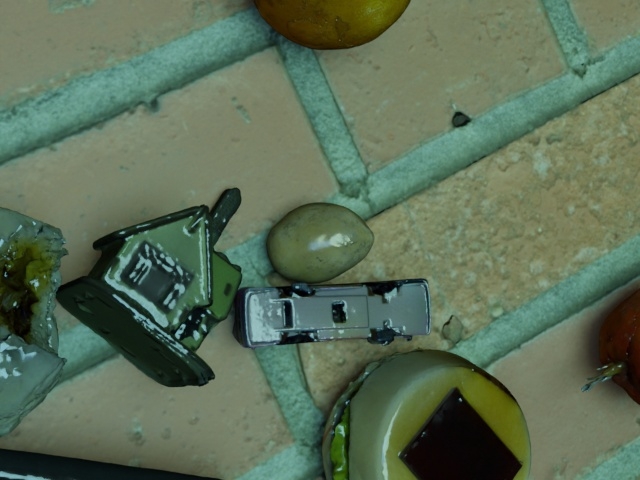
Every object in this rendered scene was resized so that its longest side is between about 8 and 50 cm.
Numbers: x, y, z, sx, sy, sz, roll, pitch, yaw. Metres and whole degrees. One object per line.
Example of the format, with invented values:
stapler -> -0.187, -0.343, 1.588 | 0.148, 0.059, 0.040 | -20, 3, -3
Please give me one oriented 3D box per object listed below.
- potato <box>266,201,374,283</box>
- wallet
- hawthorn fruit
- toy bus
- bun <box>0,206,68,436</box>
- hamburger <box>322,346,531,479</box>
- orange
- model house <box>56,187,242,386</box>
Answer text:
potato -> -0.003, 0.000, 1.553 | 0.146, 0.112, 0.112 | -13, 92, -10
wallet -> -0.289, 0.335, 1.362 | 0.405, 0.228, 0.062 | 13, 48, -20
hawthorn fruit -> 0.518, 0.167, 1.707 | 0.299, 0.211, 0.211 | -23, 96, -12
toy bus -> 0.012, 0.101, 1.545 | 0.273, 0.112, 0.090 | -1, 87, -22
bun -> -0.415, 0.108, 1.324 | 0.281, 0.205, 0.282 | -4, 61, 7
hamburger -> 0.147, 0.293, 1.561 | 0.301, 0.170, 0.302 | 2, 86, -27
orange -> 0.015, -0.375, 1.520 | 0.239, 0.240, 0.240 | 1, 86, -22
model house -> -0.169, 0.020, 1.430 | 0.205, 0.218, 0.279 | 41, 69, -16
